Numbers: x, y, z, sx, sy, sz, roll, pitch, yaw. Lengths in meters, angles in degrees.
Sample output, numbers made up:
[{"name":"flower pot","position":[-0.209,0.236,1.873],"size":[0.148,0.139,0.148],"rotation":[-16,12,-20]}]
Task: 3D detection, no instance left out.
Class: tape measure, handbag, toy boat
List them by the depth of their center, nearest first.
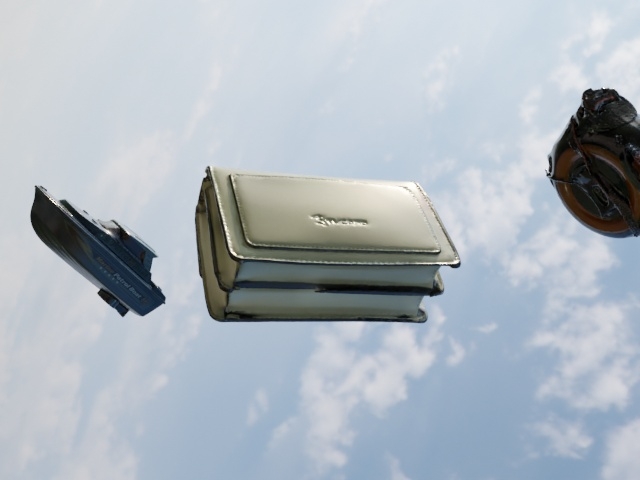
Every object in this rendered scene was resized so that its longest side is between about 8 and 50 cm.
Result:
[{"name":"toy boat","position":[-0.180,0.004,0.601],"size":[0.060,0.141,0.055],"rotation":[-46,-140,-9]},{"name":"handbag","position":[0.000,0.000,1.156],"size":[0.160,0.359,0.236],"rotation":[113,-28,-43]},{"name":"tape measure","position":[0.467,-0.110,1.204],"size":[0.223,0.135,0.202],"rotation":[52,-24,20]}]
